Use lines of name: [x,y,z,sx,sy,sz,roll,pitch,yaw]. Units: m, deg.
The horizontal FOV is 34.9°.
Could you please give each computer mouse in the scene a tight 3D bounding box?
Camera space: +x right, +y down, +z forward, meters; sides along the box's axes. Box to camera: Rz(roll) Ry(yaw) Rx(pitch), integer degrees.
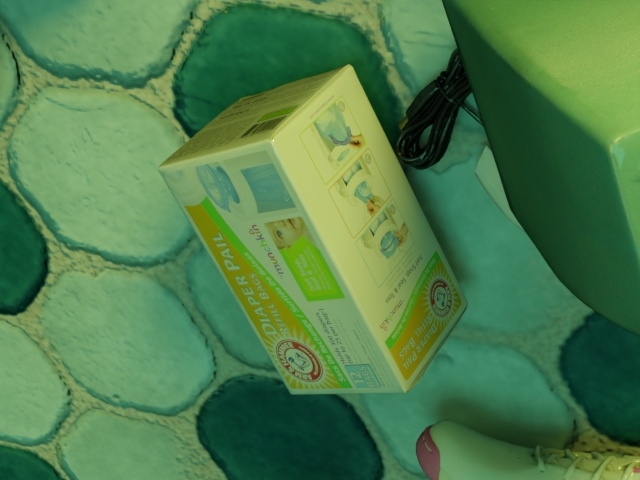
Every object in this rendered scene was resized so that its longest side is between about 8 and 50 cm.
computer mouse: [0.144,-0.043,0.682,0.193,0.042,0.106,37,125,-5]

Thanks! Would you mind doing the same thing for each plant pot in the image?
plant pot: [0.176,-0.060,0.516,0.165,0.234,0.165,-19,115,8]

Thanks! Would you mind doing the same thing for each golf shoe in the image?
golf shoe: [0.225,0.203,0.784,0.306,0.115,0.140,29,104,3]

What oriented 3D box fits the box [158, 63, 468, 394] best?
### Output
box: [0.000,0.000,0.710,0.114,0.103,0.203,-9,118,42]
